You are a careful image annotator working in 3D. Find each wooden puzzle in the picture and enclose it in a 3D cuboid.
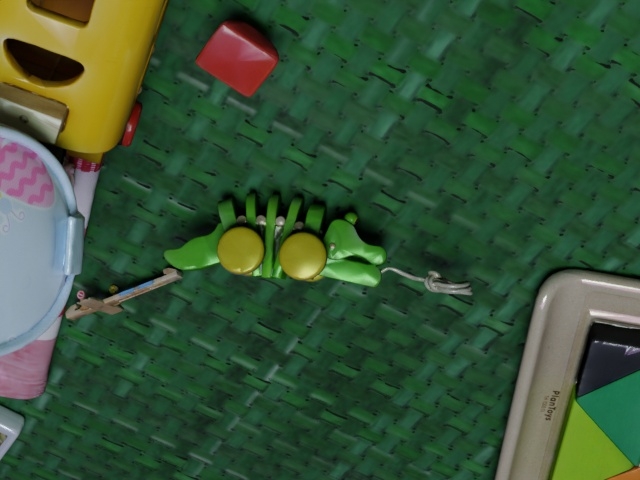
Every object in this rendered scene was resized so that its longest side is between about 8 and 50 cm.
[{"bbox_3d":[0.245,0.126,0.787,0.239,0.044,0.221,7,128,3],"label":"wooden puzzle"}]

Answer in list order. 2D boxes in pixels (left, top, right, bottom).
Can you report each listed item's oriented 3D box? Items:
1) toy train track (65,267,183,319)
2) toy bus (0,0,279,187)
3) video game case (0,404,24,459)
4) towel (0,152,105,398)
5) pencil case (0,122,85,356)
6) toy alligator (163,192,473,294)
[{"bbox_3d":[-0.131,0.032,0.787,0.083,0.014,0.048,-20,162,13],"label":"toy train track"},{"bbox_3d":[-0.136,-0.092,0.606,0.191,0.104,0.202,-19,122,17],"label":"toy bus"},{"bbox_3d":[-0.343,0.155,0.913,0.173,0.022,0.190,30,125,-14],"label":"video game case"},{"bbox_3d":[-0.260,-0.043,0.737,0.237,0.037,0.329,18,128,-7],"label":"towel"},{"bbox_3d":[-0.248,-0.005,0.613,0.273,0.113,0.124,4,166,38],"label":"pencil case"},{"bbox_3d":[0.000,0.000,0.725,0.190,0.056,0.051,5,88,5],"label":"toy alligator"}]
